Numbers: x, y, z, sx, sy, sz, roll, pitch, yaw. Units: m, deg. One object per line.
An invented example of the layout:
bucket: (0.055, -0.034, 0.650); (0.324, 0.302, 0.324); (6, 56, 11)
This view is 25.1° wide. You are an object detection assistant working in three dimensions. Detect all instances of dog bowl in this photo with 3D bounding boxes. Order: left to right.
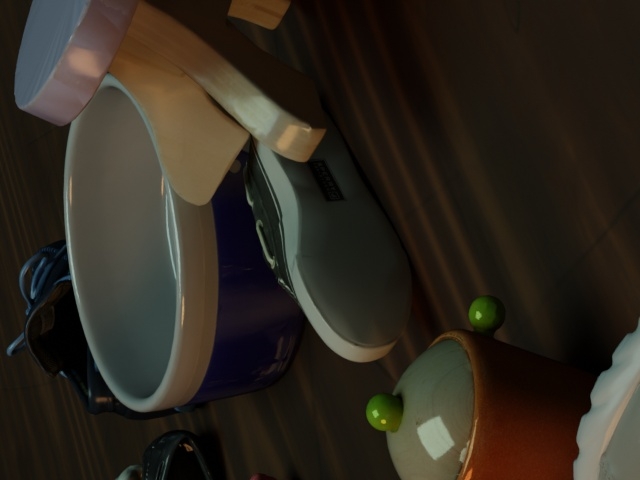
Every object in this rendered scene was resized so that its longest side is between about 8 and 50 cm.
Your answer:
dog bowl: (-0.113, -0.002, 1.134); (0.265, 0.104, 0.264); (23, 116, 60)

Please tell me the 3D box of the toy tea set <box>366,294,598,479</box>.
toy tea set: (0.068, 0.199, 0.717); (0.200, 0.124, 0.336); (120, 155, -46)

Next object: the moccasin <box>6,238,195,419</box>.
moccasin: (-0.225, 0.069, 1.354); (0.342, 0.117, 0.137); (23, 117, 60)

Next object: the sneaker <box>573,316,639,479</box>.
sneaker: (0.183, 0.062, 0.569); (0.115, 0.105, 0.281); (44, 136, 45)

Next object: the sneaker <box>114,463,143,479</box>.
sneaker: (-0.147, 0.338, 1.293); (0.118, 0.110, 0.292); (-53, 50, 42)

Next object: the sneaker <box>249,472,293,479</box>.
sneaker: (-0.055, 0.258, 0.991); (0.314, 0.116, 0.136); (-97, 22, -75)

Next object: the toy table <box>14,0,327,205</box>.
toy table: (-0.085, -0.146, 0.908); (0.252, 0.161, 0.274); (-51, 27, 36)

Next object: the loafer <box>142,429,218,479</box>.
loafer: (-0.112, 0.273, 1.227); (0.078, 0.076, 0.223); (138, 125, -67)

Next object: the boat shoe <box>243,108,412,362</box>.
boat shoe: (0.000, 0.000, 0.953); (0.070, 0.078, 0.219); (113, 149, -43)
